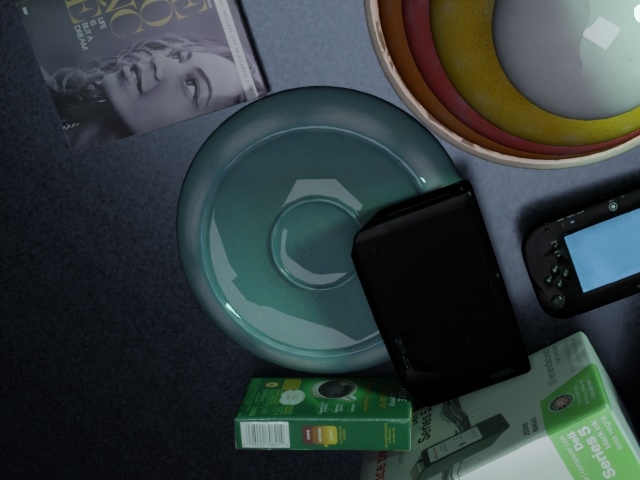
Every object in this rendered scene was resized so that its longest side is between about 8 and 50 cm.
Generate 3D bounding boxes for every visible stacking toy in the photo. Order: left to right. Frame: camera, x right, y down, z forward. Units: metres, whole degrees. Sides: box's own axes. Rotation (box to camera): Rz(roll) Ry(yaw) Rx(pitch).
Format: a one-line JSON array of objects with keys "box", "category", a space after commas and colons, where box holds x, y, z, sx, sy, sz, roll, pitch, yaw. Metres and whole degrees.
[{"box": [0.196, -0.183, 0.794, 0.350, 0.480, 0.351, 2, 107, 5], "category": "stacking toy"}]

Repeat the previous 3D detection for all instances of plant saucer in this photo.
[{"box": [0.000, 0.000, 1.100, 0.317, 0.044, 0.318, 2, 107, 5], "category": "plant saucer"}]

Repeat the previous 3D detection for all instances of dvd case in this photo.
[{"box": [-0.182, -0.196, 1.074, 0.221, 0.018, 0.165, -16, 104, 10], "category": "dvd case"}]

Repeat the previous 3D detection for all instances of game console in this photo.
[{"box": [0.224, 0.019, 1.053, 0.361, 0.044, 0.213, -21, 110, 3], "category": "game console"}]

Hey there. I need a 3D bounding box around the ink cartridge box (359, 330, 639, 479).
[{"box": [0.178, 0.228, 1.064, 0.272, 0.198, 0.115, -29, 100, 13], "category": "ink cartridge box"}]

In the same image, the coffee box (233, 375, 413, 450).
[{"box": [0.007, 0.183, 1.116, 0.184, 0.113, 0.041, -2, 105, 5], "category": "coffee box"}]
